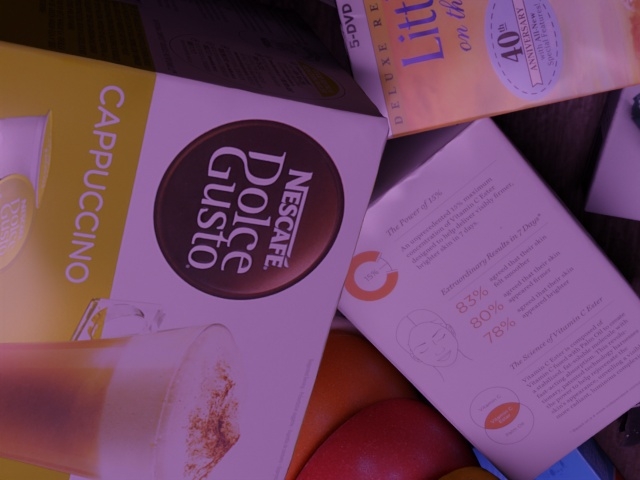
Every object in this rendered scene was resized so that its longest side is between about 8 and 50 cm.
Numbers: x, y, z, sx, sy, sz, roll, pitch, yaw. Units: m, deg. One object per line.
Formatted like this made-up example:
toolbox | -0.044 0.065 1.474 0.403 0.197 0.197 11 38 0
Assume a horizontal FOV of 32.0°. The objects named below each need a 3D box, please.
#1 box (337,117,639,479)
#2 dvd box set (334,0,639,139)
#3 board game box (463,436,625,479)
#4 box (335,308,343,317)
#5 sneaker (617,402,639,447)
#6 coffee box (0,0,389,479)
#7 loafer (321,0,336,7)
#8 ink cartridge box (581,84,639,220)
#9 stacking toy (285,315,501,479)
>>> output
box | 0.157 0.036 1.089 0.215 0.168 0.345 -39 113 11
dvd box set | 0.207 -0.268 0.862 0.421 0.062 0.307 -11 103 7
board game box | 0.206 0.326 1.392 0.317 0.064 0.242 -27 118 25
box | 0.000 0.000 1.201 0.145 0.038 0.186 28 126 -13
sneaker | 0.370 0.161 1.253 0.089 0.051 0.170 -11 127 11
coffee box | -0.177 -0.026 0.921 0.334 0.338 0.337 9 112 -18
loafer | -0.052 -0.296 0.956 0.320 0.112 0.111 21 115 -11
ink cartridge box | 0.393 -0.130 1.033 0.239 0.060 0.275 10 127 3
stacking toy | 0.091 0.314 1.093 0.480 0.351 0.350 28 139 41
